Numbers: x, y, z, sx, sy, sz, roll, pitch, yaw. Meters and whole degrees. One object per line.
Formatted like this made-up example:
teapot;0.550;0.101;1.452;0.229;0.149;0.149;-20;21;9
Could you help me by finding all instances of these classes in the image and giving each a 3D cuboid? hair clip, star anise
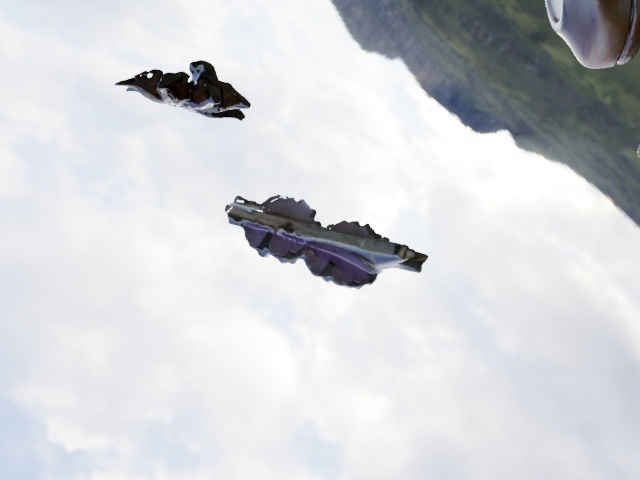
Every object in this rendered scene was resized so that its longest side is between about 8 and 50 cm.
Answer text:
hair clip;0.000;0.000;1.099;0.292;0.084;0.106;17;-107;18
star anise;-0.256;-0.301;1.546;0.271;0.103;0.272;13;-178;-1

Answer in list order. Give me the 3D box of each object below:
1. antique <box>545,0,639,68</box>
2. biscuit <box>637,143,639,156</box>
antique;0.429;-0.413;1.260;0.223;0.128;0.278;54;-150;-79
biscuit;0.720;-0.293;1.591;0.045;0.154;0.299;47;-130;-58
